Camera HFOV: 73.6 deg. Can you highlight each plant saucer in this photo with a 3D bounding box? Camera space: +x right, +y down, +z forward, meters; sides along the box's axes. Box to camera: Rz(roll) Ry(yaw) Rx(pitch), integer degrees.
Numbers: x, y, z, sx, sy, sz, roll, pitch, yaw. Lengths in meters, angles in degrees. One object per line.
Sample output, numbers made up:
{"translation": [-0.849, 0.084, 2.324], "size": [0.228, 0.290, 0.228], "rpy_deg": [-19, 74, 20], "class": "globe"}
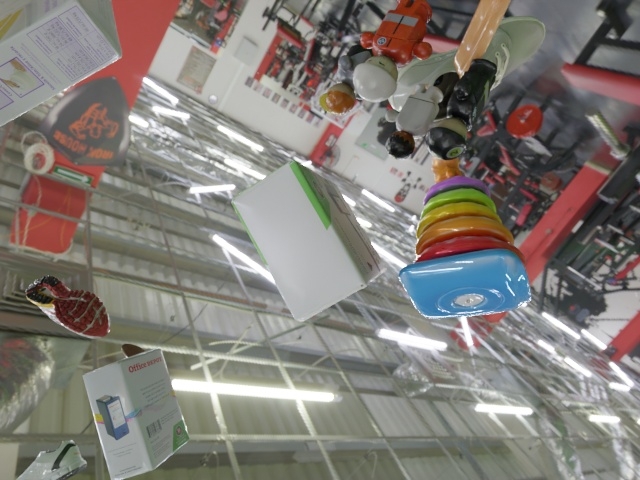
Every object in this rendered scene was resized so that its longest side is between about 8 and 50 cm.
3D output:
{"translation": [0.253, -0.344, 0.647], "size": [0.037, 0.199, 0.200], "rpy_deg": [24, -166, 6], "class": "plant saucer"}

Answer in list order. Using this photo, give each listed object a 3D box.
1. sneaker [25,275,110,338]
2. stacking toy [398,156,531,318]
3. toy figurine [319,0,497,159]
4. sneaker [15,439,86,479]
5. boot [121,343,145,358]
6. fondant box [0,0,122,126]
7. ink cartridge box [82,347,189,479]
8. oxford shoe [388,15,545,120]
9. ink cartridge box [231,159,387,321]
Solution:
{"translation": [-0.553, 0.156, 0.964], "size": [0.226, 0.092, 0.088], "rpy_deg": [24, -126, 23], "class": "sneaker"}
{"translation": [0.219, -0.037, 0.687], "size": [0.175, 0.166, 0.301], "rpy_deg": [50, -145, -47], "class": "stacking toy"}
{"translation": [0.123, -0.217, 0.641], "size": [0.213, 0.148, 0.210], "rpy_deg": [31, 173, -21], "class": "toy figurine"}
{"translation": [-0.348, 0.289, 0.531], "size": [0.043, 0.109, 0.040], "rpy_deg": [58, 168, 20], "class": "sneaker"}
{"translation": [-0.435, 0.309, 1.036], "size": [0.119, 0.086, 0.042], "rpy_deg": [32, -143, 12], "class": "boot"}
{"translation": [-0.483, -0.293, 0.653], "size": [0.238, 0.331, 0.096], "rpy_deg": [63, -176, 36], "class": "fondant box"}
{"translation": [-0.370, 0.343, 0.874], "size": [0.154, 0.093, 0.212], "rpy_deg": [24, -133, -80], "class": "ink cartridge box"}
{"translation": [0.371, -0.399, 1.015], "size": [0.130, 0.450, 0.169], "rpy_deg": [50, 159, 39], "class": "oxford shoe"}
{"translation": [0.000, 0.000, 0.698], "size": [0.198, 0.115, 0.273], "rpy_deg": [60, -167, 7], "class": "ink cartridge box"}
